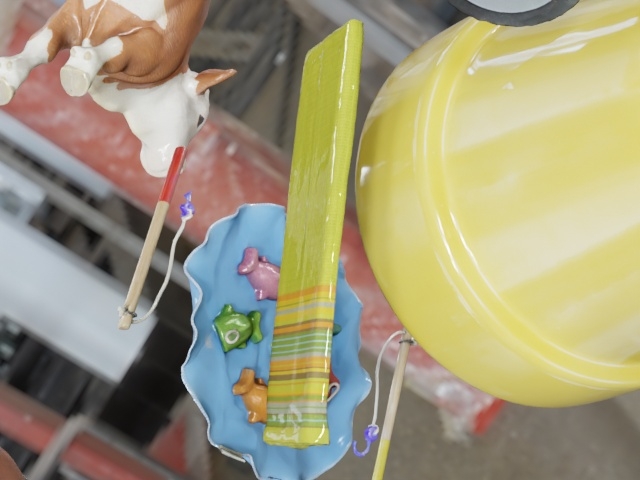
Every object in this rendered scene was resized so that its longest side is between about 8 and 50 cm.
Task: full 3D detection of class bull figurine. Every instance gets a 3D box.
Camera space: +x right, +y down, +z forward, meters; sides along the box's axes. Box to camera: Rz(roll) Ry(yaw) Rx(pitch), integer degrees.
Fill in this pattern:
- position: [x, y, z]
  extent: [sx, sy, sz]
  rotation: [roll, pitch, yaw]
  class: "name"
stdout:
- position: [-0.119, -0.171, 1.155]
  extent: [0.188, 0.101, 0.310]
  rotation: [-40, -32, -55]
  class: "bull figurine"

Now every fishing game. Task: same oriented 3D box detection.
- position: [-0.022, 0.065, 1.164]
  extent: [0.041, 0.264, 0.189]
  rotation: [-13, 48, 38]
  class: "fishing game"

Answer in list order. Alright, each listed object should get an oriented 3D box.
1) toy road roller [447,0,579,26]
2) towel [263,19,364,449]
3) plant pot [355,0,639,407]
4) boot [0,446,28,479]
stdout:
- position: [0.065, -0.289, 0.898]
  extent: [0.202, 0.240, 0.329]
  rotation: [-66, -7, -46]
  class: "toy road roller"
- position: [0.000, 0.000, 1.018]
  extent: [0.102, 0.021, 0.237]
  rotation: [163, 114, -73]
  class: "towel"
- position: [0.185, -0.045, 1.042]
  extent: [0.239, 0.254, 0.254]
  rotation: [-28, 35, 57]
  class: "plant pot"
- position: [-0.295, 0.200, 1.115]
  extent: [0.096, 0.280, 0.264]
  rotation: [24, 64, 34]
  class: "boot"
